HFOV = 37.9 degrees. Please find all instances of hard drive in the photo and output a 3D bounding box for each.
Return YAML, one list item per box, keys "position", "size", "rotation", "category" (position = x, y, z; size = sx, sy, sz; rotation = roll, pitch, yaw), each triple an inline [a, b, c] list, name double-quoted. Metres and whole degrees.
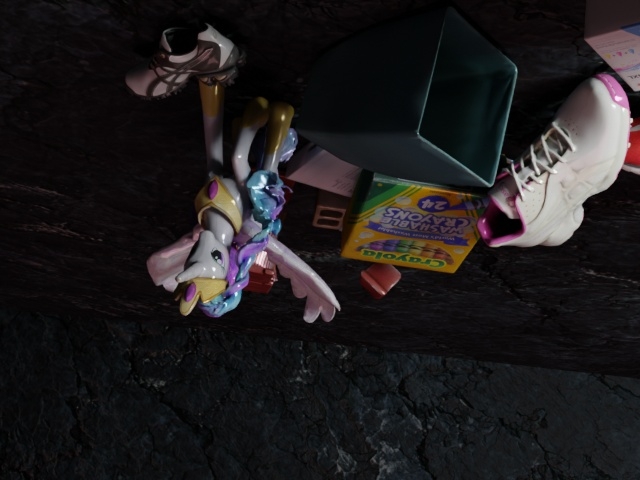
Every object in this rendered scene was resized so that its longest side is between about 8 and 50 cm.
- position: [0.147, -0.104, 1.549]
  size: [0.353, 0.047, 0.233]
  rotation: [16, 161, -20]
  category: "hard drive"

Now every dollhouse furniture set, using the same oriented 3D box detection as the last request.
- position: [0.000, 0.000, 1.692]
  size: [0.374, 0.201, 0.152]
  rotation: [10, 163, -3]
  category: "dollhouse furniture set"

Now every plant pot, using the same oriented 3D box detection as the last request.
- position: [0.094, -0.169, 1.185]
  size: [0.234, 0.165, 0.165]
  rotation: [1, 162, 43]
  category: "plant pot"

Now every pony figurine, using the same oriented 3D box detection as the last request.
- position: [-0.125, -0.031, 1.379]
  size: [0.303, 0.363, 0.351]
  rotation: [4, 162, 12]
  category: "pony figurine"

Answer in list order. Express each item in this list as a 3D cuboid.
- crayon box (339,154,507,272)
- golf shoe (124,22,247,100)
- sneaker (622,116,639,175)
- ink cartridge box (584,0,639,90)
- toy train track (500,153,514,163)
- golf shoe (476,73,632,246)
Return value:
- position: [0.152, -0.038, 1.502]
  size: [0.203, 0.083, 0.323]
  rotation: [8, 154, -6]
  category: "crayon box"
- position: [-0.196, -0.247, 1.244]
  size: [0.198, 0.077, 0.094]
  rotation: [-7, 143, 31]
  category: "golf shoe"
- position: [0.494, -0.158, 1.171]
  size: [0.279, 0.107, 0.118]
  rotation: [-7, 139, 34]
  category: "sneaker"
- position: [0.354, -0.227, 0.982]
  size: [0.092, 0.089, 0.143]
  rotation: [-8, 156, 42]
  category: "ink cartridge box"
- position: [0.317, -0.122, 1.466]
  size: [0.083, 0.014, 0.048]
  rotation: [19, 168, -12]
  category: "toy train track"
- position: [0.308, -0.089, 1.249]
  size: [0.140, 0.115, 0.306]
  rotation: [-13, 143, -23]
  category: "golf shoe"
